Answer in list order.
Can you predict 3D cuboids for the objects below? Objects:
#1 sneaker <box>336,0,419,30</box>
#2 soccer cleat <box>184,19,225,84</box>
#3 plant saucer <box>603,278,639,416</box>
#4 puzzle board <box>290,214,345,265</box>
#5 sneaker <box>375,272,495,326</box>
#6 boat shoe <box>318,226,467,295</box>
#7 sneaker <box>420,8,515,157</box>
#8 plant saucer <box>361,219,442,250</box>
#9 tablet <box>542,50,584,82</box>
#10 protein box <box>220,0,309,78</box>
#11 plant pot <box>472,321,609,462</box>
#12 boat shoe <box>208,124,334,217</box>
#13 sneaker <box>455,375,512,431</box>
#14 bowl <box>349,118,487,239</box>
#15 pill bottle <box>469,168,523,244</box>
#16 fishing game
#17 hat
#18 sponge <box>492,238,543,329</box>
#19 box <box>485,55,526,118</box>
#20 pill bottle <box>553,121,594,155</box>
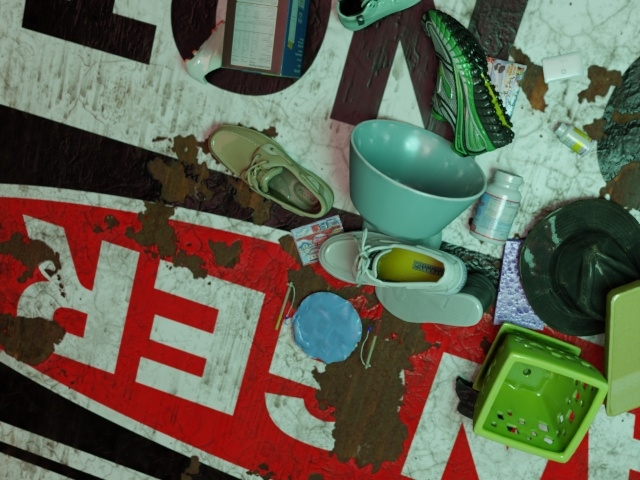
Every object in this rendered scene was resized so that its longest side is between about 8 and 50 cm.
[{"bbox_3d":[0.149,-0.538,1.419,0.256,0.151,0.094,-31,94,14],"label":"sneaker"},{"bbox_3d":[-0.237,-0.455,1.558,0.076,0.068,0.196,42,108,-16],"label":"soccer cleat"},{"bbox_3d":[0.742,0.188,1.436,0.333,0.081,0.333,-17,119,-11],"label":"plant saucer"},{"bbox_3d":[0.000,0.000,1.640,0.128,0.011,0.096,-18,99,14],"label":"puzzle board"},{"bbox_3d":[0.279,0.129,1.578,0.296,0.147,0.104,7,109,41],"label":"sneaker"},{"bbox_3d":[0.130,0.048,1.483,0.367,0.156,0.136,14,88,32],"label":"boat shoe"},{"bbox_3d":[0.286,-0.342,1.439,0.146,0.134,0.343,-24,81,35],"label":"sneaker"},{"bbox_3d":[0.193,-0.012,1.589,0.195,0.037,0.195,2,102,9],"label":"plant saucer"},{"bbox_3d":[0.534,-0.381,1.460,0.083,0.006,0.054,-9,101,13],"label":"tablet"},{"bbox_3d":[-0.115,-0.468,1.457,0.136,0.200,0.201,10,104,8],"label":"protein box"},{"bbox_3d":[0.480,0.329,1.511,0.227,0.207,0.228,18,111,0],"label":"plant pot"},{"bbox_3d":[-0.122,-0.167,1.572,0.341,0.110,0.122,30,106,2],"label":"boat shoe"},{"bbox_3d":[0.405,0.404,1.636,0.170,0.051,0.089,21,110,9],"label":"sneaker"},{"bbox_3d":[0.189,-0.117,1.456,0.311,0.311,0.163,23,124,4],"label":"bowl"},{"bbox_3d":[0.404,-0.077,1.510,0.087,0.087,0.160,17,105,6],"label":"pill bottle"},{"bbox_3d":[0.018,0.220,1.673,0.264,0.041,0.189,18,105,14],"label":"fishing game"},{"bbox_3d":[0.607,0.080,1.466,0.331,0.134,0.331,0,104,2],"label":"hat"},{"bbox_3d":[0.480,0.102,1.565,0.117,0.031,0.210,7,104,8],"label":"sponge"},{"bbox_3d":[0.395,-0.333,1.484,0.094,0.027,0.137,15,105,6],"label":"box"},{"bbox_3d":[0.560,-0.227,1.470,0.083,0.043,0.043,36,106,1],"label":"pill bottle"}]
